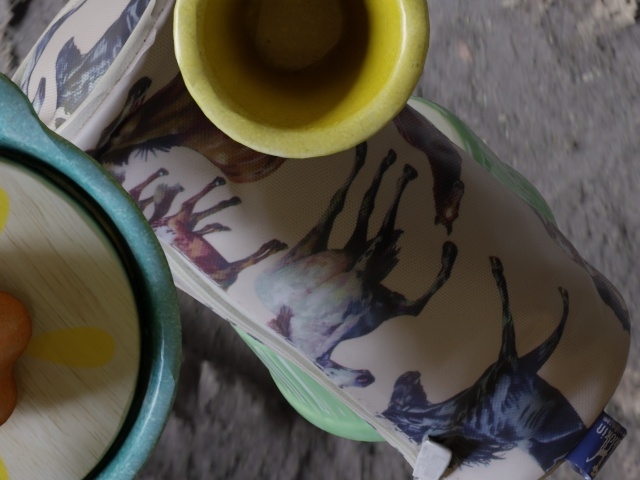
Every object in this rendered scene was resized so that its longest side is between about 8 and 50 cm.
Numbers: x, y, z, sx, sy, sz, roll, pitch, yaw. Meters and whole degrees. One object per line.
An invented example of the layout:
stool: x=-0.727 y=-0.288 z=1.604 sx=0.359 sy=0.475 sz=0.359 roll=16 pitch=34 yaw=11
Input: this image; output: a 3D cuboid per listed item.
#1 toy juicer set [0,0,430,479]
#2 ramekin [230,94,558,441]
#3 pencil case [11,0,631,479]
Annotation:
toy juicer set: x=-0.137 y=0.007 z=0.509 sx=0.209 sy=0.089 sz=0.329 roll=34 pitch=97 yaw=-8
ramekin: x=0.050 y=0.014 z=1.639 sx=0.303 sy=0.303 sz=0.148 roll=-28 pitch=138 yaw=14
pencil case: x=0.000 y=0.000 z=1.013 sx=0.410 sy=0.183 sz=0.160 roll=37 pitch=148 yaw=-31
